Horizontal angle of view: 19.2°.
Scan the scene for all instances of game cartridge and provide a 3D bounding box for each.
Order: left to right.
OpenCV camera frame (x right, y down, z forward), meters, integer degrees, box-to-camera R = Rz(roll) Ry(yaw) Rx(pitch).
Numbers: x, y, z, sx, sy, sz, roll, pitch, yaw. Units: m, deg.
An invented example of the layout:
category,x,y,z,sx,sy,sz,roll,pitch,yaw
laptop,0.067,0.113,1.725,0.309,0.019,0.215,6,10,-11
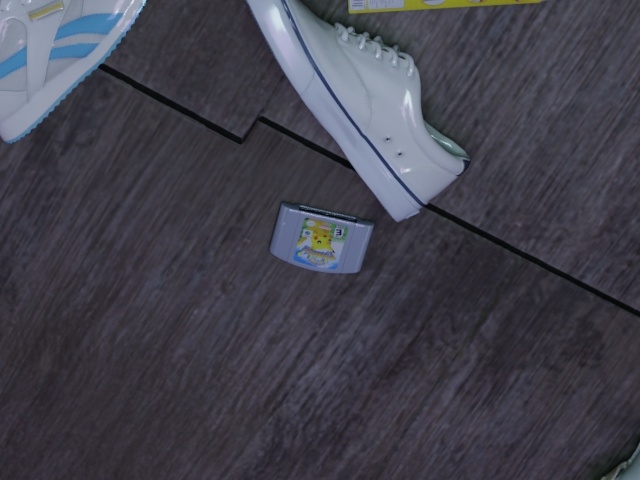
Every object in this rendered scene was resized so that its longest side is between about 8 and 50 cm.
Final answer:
category,x,y,z,sx,sy,sz,roll,pitch,yaw
game cartridge,0.000,0.000,1.638,0.083,0.017,0.056,12,121,-7

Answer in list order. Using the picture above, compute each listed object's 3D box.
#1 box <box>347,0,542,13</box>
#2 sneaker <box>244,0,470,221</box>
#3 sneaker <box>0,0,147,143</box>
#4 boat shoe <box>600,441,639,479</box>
category,x,y,z,sx,sy,sz,roll,pitch,yaw
box,0.108,-0.239,1.498,0.179,0.043,0.105,-2,118,3
sneaker,0.030,-0.133,1.536,0.091,0.094,0.258,-36,121,5
sneaker,-0.209,-0.180,1.502,0.092,0.087,0.229,41,109,-18
boat shoe,0.294,0.261,1.725,0.103,0.113,0.302,4,119,-9
